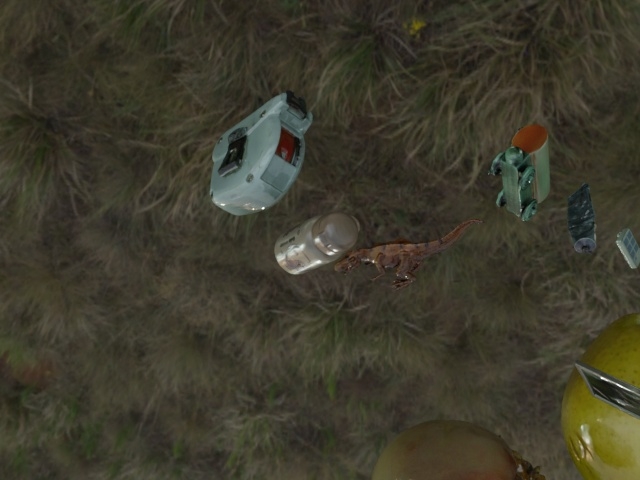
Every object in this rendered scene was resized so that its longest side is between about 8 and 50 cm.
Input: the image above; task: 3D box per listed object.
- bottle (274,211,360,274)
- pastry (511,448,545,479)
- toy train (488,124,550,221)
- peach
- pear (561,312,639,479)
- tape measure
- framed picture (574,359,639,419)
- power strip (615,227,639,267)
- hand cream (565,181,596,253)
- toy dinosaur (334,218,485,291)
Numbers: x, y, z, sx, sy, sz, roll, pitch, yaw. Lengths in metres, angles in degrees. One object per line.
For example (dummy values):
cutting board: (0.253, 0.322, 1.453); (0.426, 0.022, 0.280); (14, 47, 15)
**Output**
bottle: (0.000, 0.000, 1.326); (0.209, 0.110, 0.097); (-24, 95, 56)
pastry: (0.363, 0.681, 1.532); (0.292, 0.337, 0.405); (40, 137, 29)
toy train: (0.543, -0.177, 1.760); (0.116, 0.177, 0.285); (33, 166, 34)
peach: (0.225, 0.449, 1.138); (0.247, 0.292, 0.292); (-11, 141, -24)
pear: (0.632, 0.344, 1.232); (0.362, 0.418, 0.362); (-4, 178, 0)
tape measure: (-0.144, -0.188, 1.499); (0.125, 0.246, 0.243); (31, 139, -35)
framed picture: (0.289, 0.149, 0.634); (0.089, 0.007, 0.066); (25, 159, 51)
power strip: (0.632, 0.016, 1.365); (0.016, 0.040, 0.090); (0, 136, 54)
hand cream: (0.690, -0.057, 1.772); (0.075, 0.248, 0.052); (-22, 125, 31)
toy dinosaur: (0.259, 0.045, 1.915); (0.432, 0.097, 0.208); (-17, 140, 8)
